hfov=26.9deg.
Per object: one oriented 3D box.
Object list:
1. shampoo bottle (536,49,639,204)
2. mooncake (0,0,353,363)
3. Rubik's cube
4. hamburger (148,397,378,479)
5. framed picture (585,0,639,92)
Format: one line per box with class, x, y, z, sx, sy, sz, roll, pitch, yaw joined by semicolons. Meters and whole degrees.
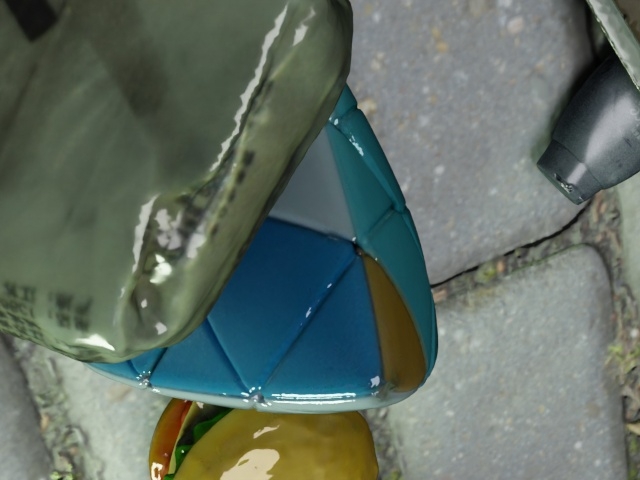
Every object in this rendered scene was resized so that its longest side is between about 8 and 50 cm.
shampoo bottle;0.250;-0.122;0.946;0.233;0.049;0.087;-46;121;4
mooncake;-0.130;-0.074;0.700;0.254;0.136;0.250;28;105;9
Rubik's cube;0.000;0.000;0.793;0.254;0.254;0.254;-12;122;-20
hamburger;-0.040;0.154;0.924;0.162;0.115;0.162;-14;123;-21
framed picture;0.262;-0.210;0.882;0.217;0.017;0.274;-36;111;-2
